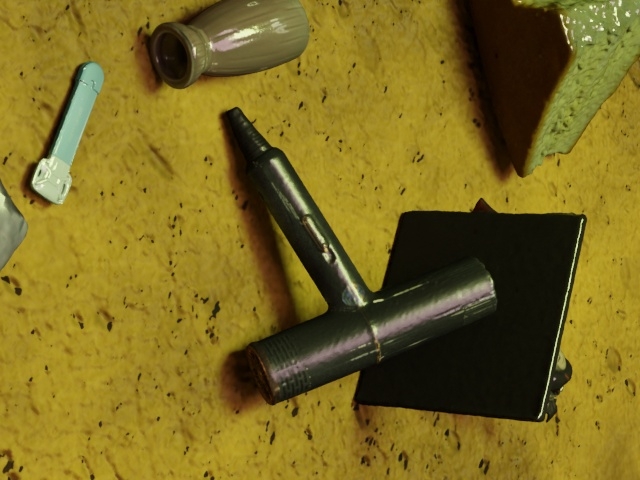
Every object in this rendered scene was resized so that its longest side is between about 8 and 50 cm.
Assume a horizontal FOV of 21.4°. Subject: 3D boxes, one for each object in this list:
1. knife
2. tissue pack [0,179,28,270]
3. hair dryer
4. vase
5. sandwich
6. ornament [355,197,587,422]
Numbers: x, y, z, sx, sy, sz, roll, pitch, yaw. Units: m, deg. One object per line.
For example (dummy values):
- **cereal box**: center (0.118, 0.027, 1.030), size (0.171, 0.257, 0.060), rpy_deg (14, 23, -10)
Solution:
- **knife**: center (-0.153, -0.067, 1.028), size (0.027, 0.010, 0.096), rpy_deg (36, 61, -39)
- **tissue pack**: center (-0.341, 0.024, 0.737), size (0.394, 0.124, 0.288), rpy_deg (-54, 131, -33)
- **hair dryer**: center (0.011, -0.010, 1.138), size (0.173, 0.050, 0.195), rpy_deg (-20, 92, -18)
- **vase**: center (-0.060, -0.131, 1.097), size (0.100, 0.053, 0.053), rpy_deg (-23, 105, -41)
- **sandwich**: center (0.187, -0.175, 1.306), size (0.122, 0.128, 0.236), rpy_deg (-23, 104, -36)
- **ornament**: center (0.154, 0.077, 1.260), size (0.196, 0.153, 0.166), rpy_deg (36, 64, -50)
